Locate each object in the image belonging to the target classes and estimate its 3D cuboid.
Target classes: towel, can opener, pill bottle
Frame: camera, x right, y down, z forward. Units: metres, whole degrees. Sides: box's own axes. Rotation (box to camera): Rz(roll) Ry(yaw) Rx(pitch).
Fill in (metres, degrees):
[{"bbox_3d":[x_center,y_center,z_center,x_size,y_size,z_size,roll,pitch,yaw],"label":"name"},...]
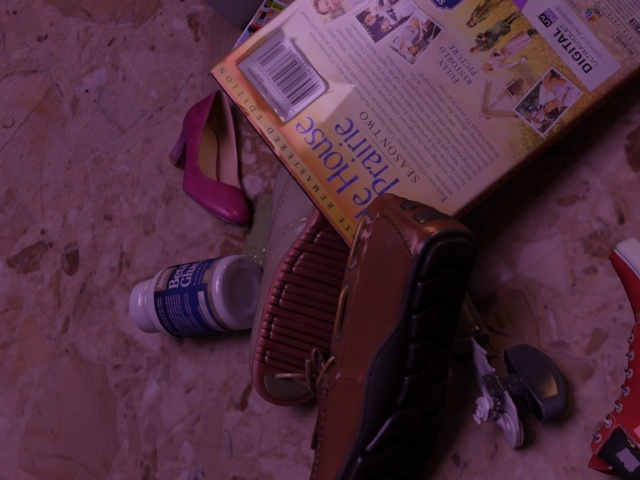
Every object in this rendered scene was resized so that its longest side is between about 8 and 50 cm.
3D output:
[{"bbox_3d":[-0.036,-0.005,1.834,0.148,0.027,0.110,5,70,42],"label":"towel"},{"bbox_3d":[0.169,0.104,1.567,0.093,0.074,0.280,-19,47,-11],"label":"can opener"},{"bbox_3d":[-0.158,0.074,1.846,0.169,0.094,0.094,-11,59,38],"label":"pill bottle"}]

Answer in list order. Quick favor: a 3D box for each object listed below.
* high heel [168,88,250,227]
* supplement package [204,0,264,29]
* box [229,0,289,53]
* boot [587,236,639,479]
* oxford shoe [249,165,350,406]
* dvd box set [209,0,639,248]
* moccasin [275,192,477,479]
[{"bbox_3d":[-0.127,-0.109,1.942,0.117,0.082,0.244,-57,29,13],"label":"high heel"},{"bbox_3d":[-0.116,-0.471,2.056,0.262,0.204,0.145,-46,43,11],"label":"supplement package"},{"bbox_3d":[-0.035,-0.249,1.973,0.207,0.036,0.114,33,89,47],"label":"box"},{"bbox_3d":[0.302,0.126,1.412,0.176,0.088,0.244,-41,48,18],"label":"boot"},{"bbox_3d":[0.000,0.000,1.731,0.146,0.140,0.397,10,77,59],"label":"oxford shoe"},{"bbox_3d":[0.133,-0.199,1.610,0.420,0.062,0.307,-40,78,2],"label":"dvd box set"},{"bbox_3d":[0.046,0.139,1.531,0.147,0.139,0.380,28,116,45],"label":"moccasin"}]
